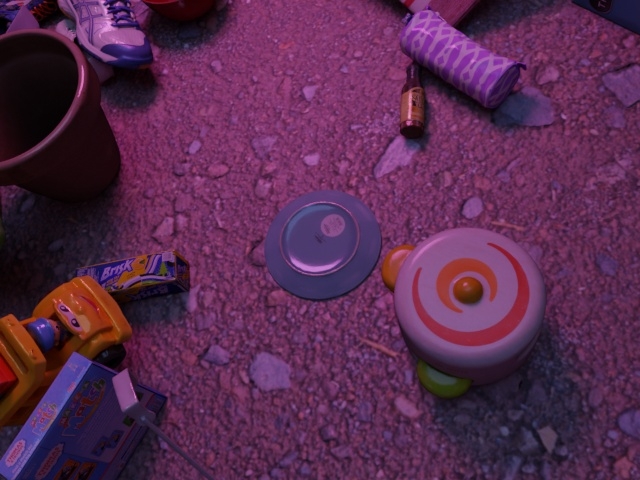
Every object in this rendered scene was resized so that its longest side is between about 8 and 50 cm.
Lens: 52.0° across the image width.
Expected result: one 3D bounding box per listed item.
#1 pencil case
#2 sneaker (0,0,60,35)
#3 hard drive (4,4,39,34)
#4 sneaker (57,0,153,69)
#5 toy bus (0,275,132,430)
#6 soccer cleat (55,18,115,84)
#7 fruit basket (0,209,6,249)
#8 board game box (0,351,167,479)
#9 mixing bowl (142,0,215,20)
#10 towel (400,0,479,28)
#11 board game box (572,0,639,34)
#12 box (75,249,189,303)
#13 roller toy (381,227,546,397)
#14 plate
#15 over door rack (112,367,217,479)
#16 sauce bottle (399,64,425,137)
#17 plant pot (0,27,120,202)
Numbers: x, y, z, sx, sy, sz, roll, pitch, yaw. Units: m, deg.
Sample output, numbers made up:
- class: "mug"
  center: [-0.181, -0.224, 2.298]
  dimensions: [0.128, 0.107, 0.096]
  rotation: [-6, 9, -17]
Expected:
- class: "pencil case"
  center: [0.225, -0.299, 1.071]
  dimensions: [0.206, 0.086, 0.088]
  rotation: [42, 93, 21]
- class: "sneaker"
  center: [-0.598, -0.473, 1.353]
  dimensions: [0.221, 0.083, 0.087]
  rotation: [-9, 78, 15]
- class: "hard drive"
  center: [-0.614, -0.306, 1.234]
  dimensions: [0.172, 0.054, 0.254]
  rotation: [-24, 45, 45]
- class: "sneaker"
  center: [-0.400, -0.434, 1.211]
  dimensions: [0.112, 0.131, 0.296]
  rotation: [-17, 55, -44]
- class: "toy bus"
  center: [-0.410, 0.162, 0.917]
  dimensions: [0.220, 0.211, 0.149]
  rotation: [-45, 74, 12]
- class: "soccer cleat"
  center: [-0.463, -0.382, 1.272]
  dimensions: [0.068, 0.076, 0.196]
  rotation: [-38, 64, -6]
- class: "fruit basket"
  center: [-0.629, -0.045, 0.996]
  dimensions: [0.393, 0.392, 0.282]
  rotation: [-14, 64, 7]
- class: "board game box"
  center: [-0.305, 0.251, 0.875]
  dimensions: [0.039, 0.211, 0.160]
  rotation: [24, 73, 22]
- class: "mixing bowl"
  center: [-0.267, -0.492, 1.264]
  dimensions: [0.182, 0.098, 0.181]
  rotation: [-5, 65, 10]
- class: "towel"
  center: [0.172, -0.539, 1.105]
  dimensions: [0.329, 0.037, 0.237]
  rotation: [45, 112, 3]
- class: "board game box"
  center: [0.542, -0.387, 0.947]
  dimensions: [0.336, 0.253, 0.079]
  rotation: [39, 80, 25]
- class: "box"
  center: [-0.298, 0.062, 1.044]
  dimensions: [0.169, 0.059, 0.054]
  rotation: [-10, 66, 8]
- class: "roller toy"
  center: [0.196, 0.084, 0.873]
  dimensions: [0.191, 0.146, 0.209]
  rotation: [-20, 63, 3]
- class: "plate"
  center: [0.000, 0.000, 1.024]
  dimensions: [0.188, 0.024, 0.188]
  rotation: [-5, 65, 12]
- class: "over door rack"
  center: [-0.224, 0.347, 0.767]
  dimensions: [0.240, 0.324, 0.108]
  rotation: [-36, 27, -5]
- class: "sauce bottle"
  center: [0.152, -0.232, 1.083]
  dimensions: [0.042, 0.042, 0.128]
  rotation: [-1, 68, 12]
- class: "plant pot"
  center: [-0.451, -0.174, 1.090]
  dimensions: [0.263, 0.229, 0.262]
  rotation: [-5, 65, 11]
